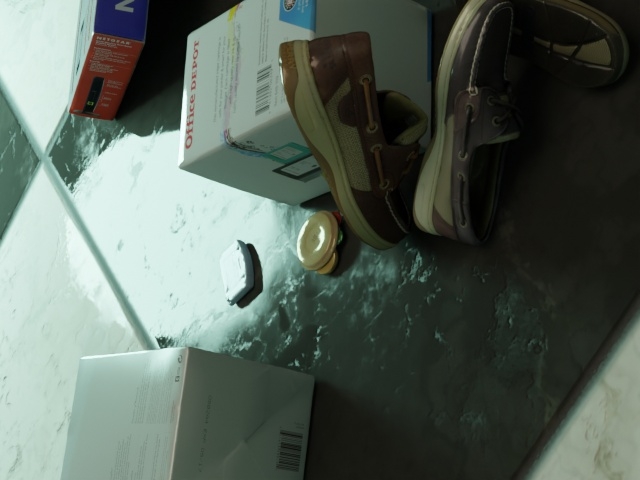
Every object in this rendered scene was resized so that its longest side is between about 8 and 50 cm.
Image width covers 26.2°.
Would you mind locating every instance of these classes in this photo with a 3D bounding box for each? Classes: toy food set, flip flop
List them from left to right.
[{"bbox_3d":[0.000,0.000,1.771,0.083,0.020,0.082,15,88,55],"label":"toy food set"},{"bbox_3d":[0.241,-0.258,1.513,0.277,0.080,0.112,38,143,39],"label":"flip flop"}]

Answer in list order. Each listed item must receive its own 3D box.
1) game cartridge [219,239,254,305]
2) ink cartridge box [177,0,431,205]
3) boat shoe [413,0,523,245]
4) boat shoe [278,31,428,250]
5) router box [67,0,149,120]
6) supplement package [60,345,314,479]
[{"bbox_3d":[-0.115,0.043,1.910,0.056,0.017,0.083,-46,44,37],"label":"game cartridge"},{"bbox_3d":[-0.022,-0.189,1.728,0.270,0.197,0.198,-20,61,47],"label":"ink cartridge box"},{"bbox_3d":[0.177,-0.129,1.507,0.092,0.103,0.285,25,114,32],"label":"boat shoe"},{"bbox_3d":[0.063,-0.109,1.525,0.123,0.342,0.123,-18,50,10],"label":"boat shoe"},{"bbox_3d":[-0.338,-0.408,2.247,0.301,0.082,0.335,134,142,-65],"label":"router box"},{"bbox_3d":[-0.172,0.254,1.738,0.263,0.198,0.199,-10,69,50],"label":"supplement package"}]
